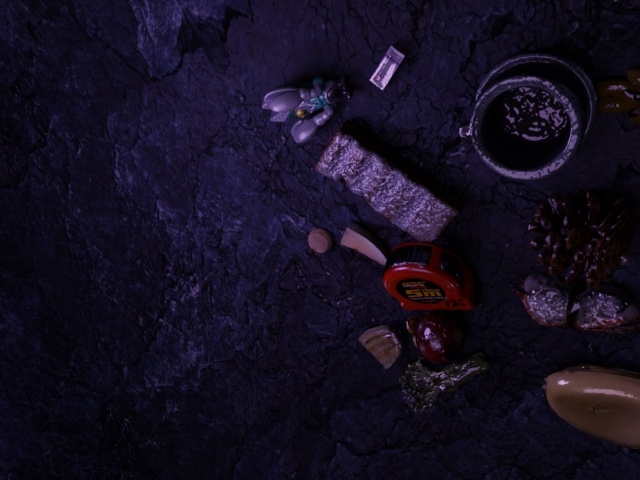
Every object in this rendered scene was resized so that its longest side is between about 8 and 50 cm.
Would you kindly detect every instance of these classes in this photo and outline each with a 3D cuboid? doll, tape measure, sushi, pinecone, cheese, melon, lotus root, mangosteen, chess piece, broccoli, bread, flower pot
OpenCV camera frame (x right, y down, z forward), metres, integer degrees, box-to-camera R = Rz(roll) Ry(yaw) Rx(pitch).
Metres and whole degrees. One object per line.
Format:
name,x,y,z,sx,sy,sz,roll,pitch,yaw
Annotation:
doll,0.726,-0.318,1.504,0.210,0.097,0.137,3,123,34
tape measure,0.310,0.105,1.918,0.253,0.114,0.260,-6,141,33
sushi,0.680,0.163,1.781,0.332,0.124,0.130,4,108,27
pinecone,0.633,-0.008,1.639,0.264,0.264,0.264,14,122,23
cheese,0.788,0.454,1.881,0.316,0.128,0.259,18,126,22
melon,0.150,0.020,2.047,0.182,0.054,0.098,29,133,13
lotus root,0.220,0.331,2.171,0.143,0.070,0.144,52,133,2
mangosteen,0.351,0.288,2.027,0.180,0.166,0.166,8,124,56
chess piece,0.000,0.000,2.129,0.084,0.038,0.083,13,124,21
broccoli,0.393,0.435,2.104,0.304,0.145,0.165,-32,103,25
bread,0.193,-0.158,1.884,0.417,0.113,0.165,35,130,7
doll,-0.052,-0.389,1.863,0.195,0.153,0.258,31,138,-25
flower pot,0.484,-0.281,1.546,0.299,0.283,0.299,12,122,19

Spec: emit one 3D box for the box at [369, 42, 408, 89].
box,0.181,-0.461,1.767,0.051,0.036,0.117,40,130,4
